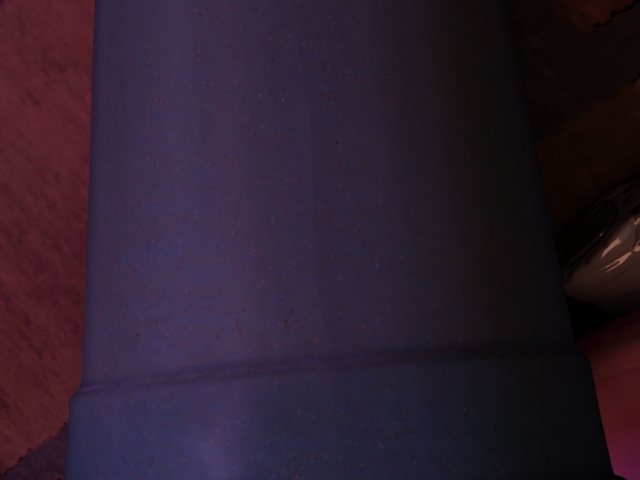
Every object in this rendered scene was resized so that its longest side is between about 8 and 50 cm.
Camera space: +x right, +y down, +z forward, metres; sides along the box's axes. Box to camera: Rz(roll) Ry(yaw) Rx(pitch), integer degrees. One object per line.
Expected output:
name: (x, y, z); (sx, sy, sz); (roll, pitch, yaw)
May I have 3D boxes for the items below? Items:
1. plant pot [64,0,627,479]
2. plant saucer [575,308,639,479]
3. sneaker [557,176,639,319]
plant pot: (0.000, 0.000, 0.785); (0.341, 0.341, 0.334); (-6, 82, 15)
plant saucer: (0.286, 0.156, 0.936); (0.332, 0.084, 0.332); (5, 132, 5)
sneaker: (0.273, -0.021, 0.894); (0.115, 0.090, 0.232); (34, 127, -14)
